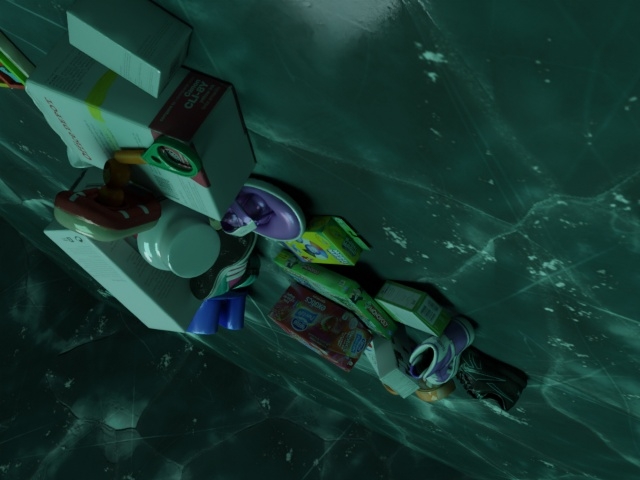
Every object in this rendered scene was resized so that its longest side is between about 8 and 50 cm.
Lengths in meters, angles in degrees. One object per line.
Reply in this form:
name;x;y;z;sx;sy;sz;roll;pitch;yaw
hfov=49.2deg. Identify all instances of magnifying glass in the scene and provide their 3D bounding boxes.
magnifying glass;-0.304;-0.154;1.286;0.231;0.026;0.092;4;147;40

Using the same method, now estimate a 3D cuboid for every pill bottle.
pill bottle;-0.365;-0.037;1.623;0.318;0.176;0.176;32;166;45

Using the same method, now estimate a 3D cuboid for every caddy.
caddy;-0.401;0.201;2.386;0.341;0.179;0.241;7;-173;44

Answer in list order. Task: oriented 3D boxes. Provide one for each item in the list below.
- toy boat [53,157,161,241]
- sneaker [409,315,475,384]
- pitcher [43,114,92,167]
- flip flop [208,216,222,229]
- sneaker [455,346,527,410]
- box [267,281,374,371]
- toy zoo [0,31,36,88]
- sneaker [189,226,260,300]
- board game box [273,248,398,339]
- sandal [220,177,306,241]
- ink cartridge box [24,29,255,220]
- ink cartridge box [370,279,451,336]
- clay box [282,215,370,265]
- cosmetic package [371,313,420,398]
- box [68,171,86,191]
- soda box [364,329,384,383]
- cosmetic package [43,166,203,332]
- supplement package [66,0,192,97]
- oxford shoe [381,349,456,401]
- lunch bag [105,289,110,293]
toy boat;-0.422;-0.093;1.408;0.151;0.151;0.231;22;-159;18
sneaker;0.270;0.302;1.740;0.102;0.161;0.282;45;151;26
pitcher;-0.566;-0.299;1.611;0.125;0.178;0.207;-13;143;-10
flip flop;-0.369;-0.107;1.826;0.277;0.080;0.112;40;157;-17
sneaker;0.399;0.346;1.826;0.267;0.106;0.101;24;159;19
box;-0.002;0.227;1.857;0.257;0.123;0.128;24;163;46
toy zoo;-0.810;-0.448;1.704;0.293;0.030;0.192;13;154;37
sneaker;-0.224;0.046;1.943;0.124;0.178;0.295;52;124;14
board game box;0.036;0.137;1.826;0.317;0.046;0.213;22;160;50
sandal;-0.210;-0.071;1.625;0.416;0.102;0.169;19;143;34
ink cartridge box;-0.351;-0.233;1.413;0.384;0.160;0.279;23;157;16
ink cartridge box;0.205;0.157;1.689;0.109;0.062;0.209;42;166;-29
clay box;0.000;0.000;1.632;0.222;0.053;0.127;3;145;51
cosmetic package;0.190;0.286;1.818;0.060;0.239;0.099;-37;119;19
box;-0.578;-0.036;2.240;0.394;0.097;0.318;24;159;13
soda box;0.167;0.299;1.970;0.074;0.069;0.216;-11;114;58
cosmetic package;-0.496;0.031;1.908;0.161;0.230;0.453;0;141;35
supplement package;-0.325;-0.349;1.194;0.179;0.105;0.105;32;160;-7
oxford shoe;0.273;0.384;2.105;0.133;0.130;0.363;64;156;-6
lunch bag;-0.625;0.181;2.615;0.262;0.223;0.160;42;161;-33
